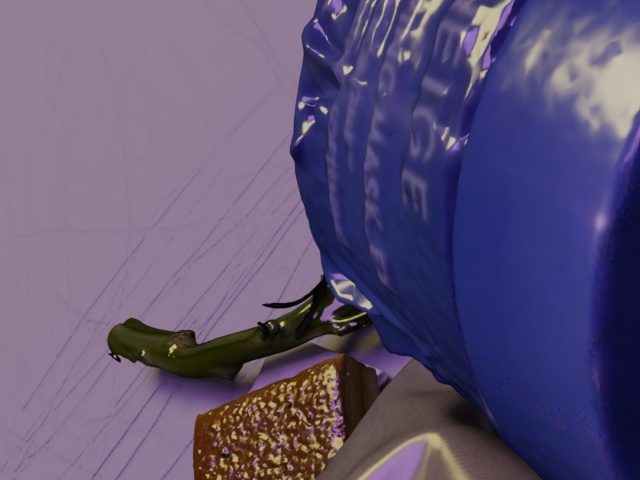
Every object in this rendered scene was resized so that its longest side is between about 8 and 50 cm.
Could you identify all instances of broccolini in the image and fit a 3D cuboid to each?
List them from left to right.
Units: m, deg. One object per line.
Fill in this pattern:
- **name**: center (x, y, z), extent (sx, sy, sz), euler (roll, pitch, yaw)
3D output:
- **broccolini**: center (-0.007, 0.003, 0.942), extent (0.271, 0.062, 0.123), euler (-18, 31, 37)

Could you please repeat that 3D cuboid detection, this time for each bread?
- **bread**: center (-0.014, 0.109, 0.866), extent (0.094, 0.035, 0.090), euler (-25, 55, 32)

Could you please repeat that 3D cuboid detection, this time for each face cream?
- **face cream**: center (0.136, -0.026, 0.641), extent (0.249, 0.249, 0.225), euler (-54, 30, -2)

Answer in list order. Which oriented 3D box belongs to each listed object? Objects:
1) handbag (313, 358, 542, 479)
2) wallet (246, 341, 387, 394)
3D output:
- **handbag**: center (0.055, 0.198, 0.666), extent (0.316, 0.109, 0.253), euler (32, 89, 48)
- **wallet**: center (-0.003, 0.072, 0.917), extent (0.083, 0.011, 0.044), euler (17, 73, 52)
